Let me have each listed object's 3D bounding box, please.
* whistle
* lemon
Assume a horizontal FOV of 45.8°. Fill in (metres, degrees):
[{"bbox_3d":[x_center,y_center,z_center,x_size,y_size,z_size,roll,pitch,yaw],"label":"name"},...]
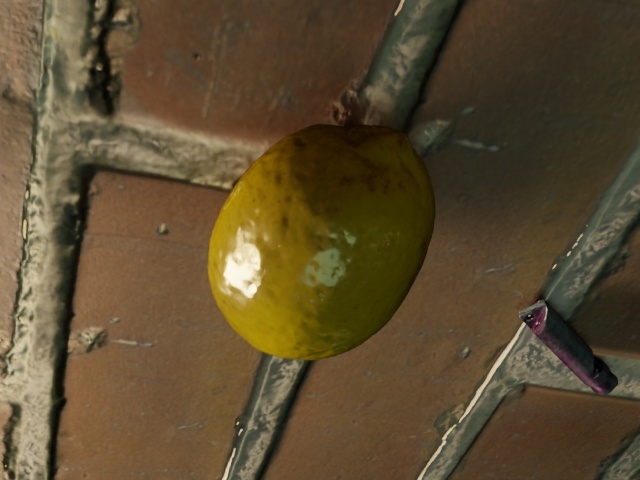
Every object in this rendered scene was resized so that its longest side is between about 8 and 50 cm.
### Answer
[{"bbox_3d":[0.267,0.115,0.807,0.033,0.033,0.176,-34,126,22],"label":"whistle"},{"bbox_3d":[0.000,0.000,0.599,0.170,0.170,0.207,15,126,-17],"label":"lemon"}]
